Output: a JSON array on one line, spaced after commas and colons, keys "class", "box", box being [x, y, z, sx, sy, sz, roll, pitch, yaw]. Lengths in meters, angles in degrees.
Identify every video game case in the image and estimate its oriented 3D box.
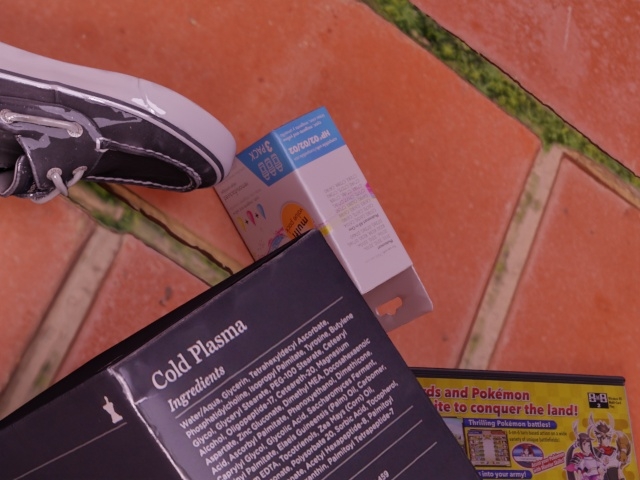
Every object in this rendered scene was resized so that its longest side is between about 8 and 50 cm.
[{"class": "video game case", "box": [0.154, 0.229, 1.533, 0.275, 0.035, 0.248, 5, 70, -31]}]

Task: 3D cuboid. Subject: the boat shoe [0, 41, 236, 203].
[{"class": "boat shoe", "box": [-0.207, -0.075, 1.369, 0.301, 0.108, 0.102, 19, 62, -24]}]

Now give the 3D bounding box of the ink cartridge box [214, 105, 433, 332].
[{"class": "ink cartridge box", "box": [0.000, 0.000, 1.476, 0.061, 0.104, 0.181, -29, 89, -37]}]

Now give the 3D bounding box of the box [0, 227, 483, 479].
[{"class": "box", "box": [-0.058, 0.205, 1.207, 0.179, 0.343, 0.312, -36, 94, -36]}]
